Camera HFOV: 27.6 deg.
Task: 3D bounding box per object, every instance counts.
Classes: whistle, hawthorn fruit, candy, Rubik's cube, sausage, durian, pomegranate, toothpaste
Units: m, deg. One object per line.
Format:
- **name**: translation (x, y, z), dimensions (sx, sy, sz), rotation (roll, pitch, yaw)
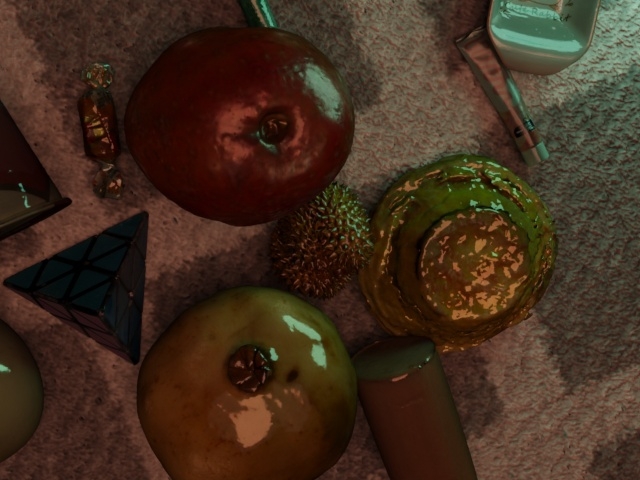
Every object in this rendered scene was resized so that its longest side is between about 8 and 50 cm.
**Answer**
- **whistle**: translation (-0.098, -0.338, 1.709), dimensions (0.039, 0.039, 0.186), rotation (-25, 103, -6)
- **hawthorn fruit**: translation (-0.095, -0.150, 1.633), dimensions (0.284, 0.284, 0.284), rotation (-2, 99, -11)
- **candy**: translation (-0.285, -0.140, 1.700), dimensions (0.053, 0.046, 0.182), rotation (-8, 98, -11)
- **Rubik's cube**: translation (-0.270, 0.097, 1.677), dimensions (0.211, 0.178, 0.190), rotation (-31, 106, -4)
- **sausage**: translation (0.132, 0.259, 1.787), dimensions (0.123, 0.123, 0.253), rotation (-22, 114, -7)
- **durian**: translation (0.000, 0.000, 1.722), dimensions (0.158, 0.168, 0.137), rotation (-42, 130, 18)
- **pomegranate**: translation (-0.088, 0.206, 1.686), dimensions (0.307, 0.307, 0.307), rotation (-2, 99, -11)
- **toothpaste**: translation (0.256, -0.199, 1.802), dimensions (0.056, 0.036, 0.205), rotation (-30, 99, -3)

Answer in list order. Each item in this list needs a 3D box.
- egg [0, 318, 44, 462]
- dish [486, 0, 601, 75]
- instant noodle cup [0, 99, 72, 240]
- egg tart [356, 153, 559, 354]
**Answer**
- **egg**: translation (-0.478, 0.179, 1.626), dimensions (0.269, 0.219, 0.219), rotation (21, 94, -9)
- **dish**: translation (0.300, -0.343, 1.771), dimensions (0.154, 0.064, 0.234), rotation (9, 96, -12)
- **instant noodle cup**: translation (-0.448, -0.074, 1.596), dimensions (0.235, 0.235, 0.178), rotation (-26, 93, -6)
- **egg tart**: translation (0.192, 0.025, 1.779), dimensions (0.294, 0.123, 0.294), rotation (-1, 100, -9)
